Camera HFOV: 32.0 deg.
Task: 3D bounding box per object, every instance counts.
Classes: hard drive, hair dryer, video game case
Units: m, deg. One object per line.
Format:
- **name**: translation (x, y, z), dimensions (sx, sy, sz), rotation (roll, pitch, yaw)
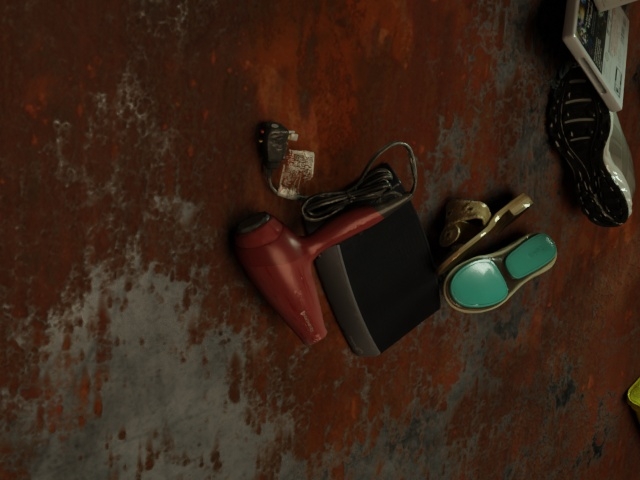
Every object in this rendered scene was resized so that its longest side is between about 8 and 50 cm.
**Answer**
- **hard drive**: translation (0.085, 0.036, 1.601), dimensions (0.172, 0.054, 0.254), rotation (-34, 124, -22)
- **hair dryer**: translation (0.000, 0.000, 1.464), dimensions (0.224, 0.080, 0.293), rotation (12, 105, -7)
- **video game case**: translation (0.416, -0.317, 1.678), dimensions (0.173, 0.022, 0.190), rotation (44, 48, -38)

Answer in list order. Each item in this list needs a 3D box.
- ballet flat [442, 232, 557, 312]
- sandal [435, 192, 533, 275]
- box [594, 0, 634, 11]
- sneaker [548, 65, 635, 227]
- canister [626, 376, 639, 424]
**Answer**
- **ballet flat**: translation (0.266, 0.058, 1.725), dimensions (0.248, 0.086, 0.086), rotation (-20, 118, -34)
- **sandal**: translation (0.223, -0.030, 1.678), dimensions (0.240, 0.079, 0.088), rotation (-32, 167, -40)
- **box**: translation (0.445, -0.409, 1.648), dimensions (0.101, 0.087, 0.102), rotation (-49, 118, -50)
- **sneaker**: translation (0.438, -0.157, 1.779), dimensions (0.108, 0.100, 0.271), rotation (-51, 129, -44)
- **canister**: translation (0.656, 0.323, 2.116), dimensions (0.126, 0.073, 0.170), rotation (-41, 127, -17)
